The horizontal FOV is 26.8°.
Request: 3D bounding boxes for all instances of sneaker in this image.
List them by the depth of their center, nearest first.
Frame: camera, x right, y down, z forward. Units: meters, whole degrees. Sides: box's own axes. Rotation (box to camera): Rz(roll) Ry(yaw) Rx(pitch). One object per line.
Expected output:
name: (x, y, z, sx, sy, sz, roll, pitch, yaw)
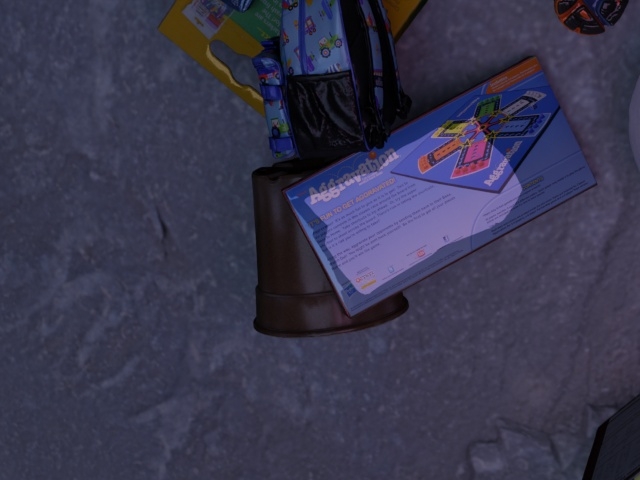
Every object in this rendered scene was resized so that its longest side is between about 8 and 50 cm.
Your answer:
sneaker: (0.266, -0.297, 1.212, 0.083, 0.087, 0.221, 26, 103, -16)

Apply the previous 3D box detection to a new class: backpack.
backpack: (0.006, -0.171, 1.225, 0.116, 0.158, 0.173, -8, 106, 16)

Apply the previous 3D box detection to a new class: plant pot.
plant pot: (0.000, 0.000, 1.397, 0.167, 0.167, 0.165, -3, 103, 22)

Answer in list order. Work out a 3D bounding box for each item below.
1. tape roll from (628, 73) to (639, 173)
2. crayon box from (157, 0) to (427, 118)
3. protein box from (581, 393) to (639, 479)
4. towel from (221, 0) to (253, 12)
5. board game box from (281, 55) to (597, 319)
tape roll: (0.390, -0.104, 1.206, 0.219, 0.072, 0.219, 21, 124, 35)
crayon box: (0.008, -0.277, 1.318, 0.203, 0.083, 0.323, 40, 119, 2)
protein box: (0.376, 0.263, 1.328, 0.200, 0.201, 0.136, 43, 120, 0)
towel: (-0.073, -0.282, 1.282, 0.067, 0.029, 0.119, 33, 119, 8)
board game box: (0.118, -0.053, 1.317, 0.281, 0.027, 0.145, -28, 100, -4)
